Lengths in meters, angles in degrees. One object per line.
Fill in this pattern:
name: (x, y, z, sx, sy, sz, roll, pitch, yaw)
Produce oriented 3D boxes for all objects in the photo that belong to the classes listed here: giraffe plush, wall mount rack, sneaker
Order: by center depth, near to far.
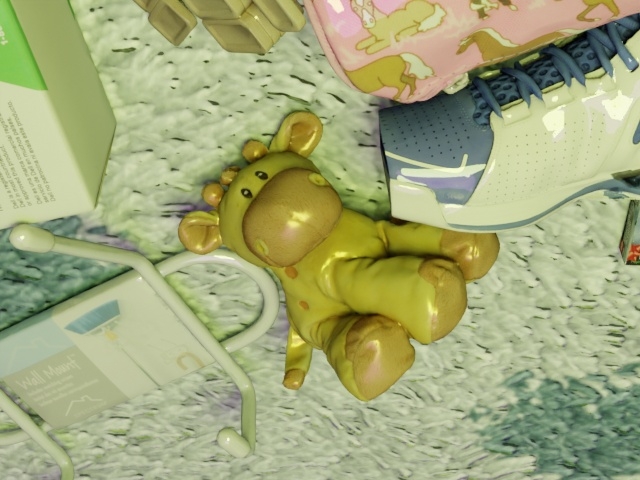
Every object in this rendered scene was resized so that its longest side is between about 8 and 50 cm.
sneaker: (0.193, -0.116, 0.802, 0.316, 0.127, 0.182, -4, 124, -6)
giraffe plush: (0.000, 0.000, 0.879, 0.170, 0.181, 0.210, 48, 149, -19)
wall mount rack: (-0.217, 0.097, 0.945, 0.350, 0.130, 0.304, -25, 126, 17)

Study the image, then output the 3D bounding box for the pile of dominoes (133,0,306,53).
pile of dominoes: (-0.112, -0.218, 0.710, 0.040, 0.196, 0.251, -50, 121, -16)

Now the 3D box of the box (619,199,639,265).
box: (0.312, -0.021, 0.922, 0.137, 0.027, 0.094, 3, 126, -2)

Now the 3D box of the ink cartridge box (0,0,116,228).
ink cartridge box: (-0.314, -0.106, 0.800, 0.289, 0.121, 0.211, -10, 127, 7)

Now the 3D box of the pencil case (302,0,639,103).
pencil case: (0.176, -0.204, 0.666, 0.386, 0.160, 0.167, -16, 159, 24)
